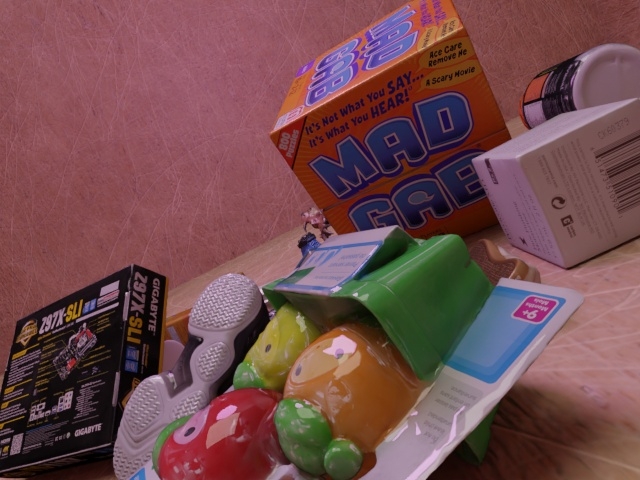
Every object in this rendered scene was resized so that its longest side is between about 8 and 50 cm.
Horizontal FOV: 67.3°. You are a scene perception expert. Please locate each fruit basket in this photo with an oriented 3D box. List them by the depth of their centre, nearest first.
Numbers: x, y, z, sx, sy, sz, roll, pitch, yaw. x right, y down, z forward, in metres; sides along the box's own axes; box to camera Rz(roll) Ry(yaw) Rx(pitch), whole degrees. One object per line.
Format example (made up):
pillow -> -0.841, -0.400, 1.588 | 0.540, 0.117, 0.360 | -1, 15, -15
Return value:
fruit basket -> -0.029, 0.131, 0.387 | 0.353, 0.165, 0.327 | -33, 9, -21

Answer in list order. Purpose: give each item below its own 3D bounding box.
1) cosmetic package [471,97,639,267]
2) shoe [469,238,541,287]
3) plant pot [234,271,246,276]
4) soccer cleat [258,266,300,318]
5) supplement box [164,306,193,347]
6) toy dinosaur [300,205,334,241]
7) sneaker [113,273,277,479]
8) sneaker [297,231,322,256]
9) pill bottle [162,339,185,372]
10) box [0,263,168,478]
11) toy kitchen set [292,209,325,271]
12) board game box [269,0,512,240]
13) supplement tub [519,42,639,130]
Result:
cosmetic package -> 0.322, -0.076, 0.636 | 0.151, 0.151, 0.184 | -26, 7, 4
shoe -> 0.210, 0.048, 0.571 | 0.077, 0.058, 0.219 | -57, -1, 8
plant pot -> -0.234, 0.149, 1.291 | 0.081, 0.081, 0.083 | -22, 21, 31
soccer cleat -> -0.084, 0.102, 0.856 | 0.196, 0.068, 0.076 | -25, -9, 8
supplement box -> -0.271, 0.182, 0.918 | 0.233, 0.080, 0.078 | -26, 4, 38
toy dinosaur -> 0.087, -0.051, 1.428 | 0.200, 0.127, 0.295 | -40, 28, -17
sneaker -> -0.131, 0.185, 0.606 | 0.101, 0.153, 0.269 | 20, 73, 31
sneaker -> -0.019, 0.017, 1.414 | 0.058, 0.085, 0.152 | -30, 8, -25
pill bottle -> -0.325, 0.237, 0.823 | 0.215, 0.117, 0.117 | -23, 8, 26
box -> -0.379, 0.210, 0.747 | 0.322, 0.257, 0.079 | -23, -36, 26
toy kitchen set -> 0.000, 0.000, 1.123 | 0.207, 0.166, 0.122 | -18, -27, -41
board game box -> 0.169, -0.224, 0.975 | 0.356, 0.356, 0.356 | -23, 31, 24
supplement tub -> 0.661, -0.365, 1.241 | 0.207, 0.207, 0.338 | -26, 8, 4
